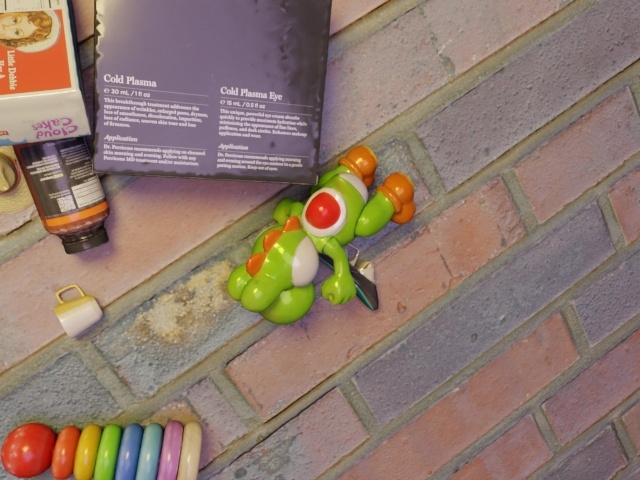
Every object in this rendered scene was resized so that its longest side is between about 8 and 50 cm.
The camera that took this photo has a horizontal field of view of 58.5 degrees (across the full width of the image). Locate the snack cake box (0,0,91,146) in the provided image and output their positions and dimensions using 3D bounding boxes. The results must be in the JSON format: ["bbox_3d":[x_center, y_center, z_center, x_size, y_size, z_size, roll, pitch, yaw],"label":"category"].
[{"bbox_3d":[-0.414,-0.261,0.787,0.152,0.089,0.265,-10,62,-16],"label":"snack cake box"}]

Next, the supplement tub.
[{"bbox_3d":[-0.402,-0.080,0.905,0.106,0.106,0.198,-17,108,-14],"label":"supplement tub"}]

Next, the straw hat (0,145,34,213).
[{"bbox_3d":[-0.508,-0.106,0.888,0.144,0.061,0.145,-4,103,-18],"label":"straw hat"}]

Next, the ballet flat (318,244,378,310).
[{"bbox_3d":[0.061,0.053,1.108,0.074,0.074,0.203,-47,109,-3],"label":"ballet flat"}]

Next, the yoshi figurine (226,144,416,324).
[{"bbox_3d":[-0.006,0.010,0.996,0.362,0.203,0.203,-40,110,-23],"label":"yoshi figurine"}]

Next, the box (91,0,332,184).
[{"bbox_3d":[-0.174,-0.260,0.899,0.343,0.179,0.313,2,103,-19],"label":"box"}]

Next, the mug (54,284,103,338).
[{"bbox_3d":[-0.412,0.119,0.973,0.064,0.062,0.078,-28,116,-19],"label":"mug"}]

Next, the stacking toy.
[{"bbox_3d":[-0.384,0.379,1.016,0.330,0.141,0.141,10,99,-13],"label":"stacking toy"}]
